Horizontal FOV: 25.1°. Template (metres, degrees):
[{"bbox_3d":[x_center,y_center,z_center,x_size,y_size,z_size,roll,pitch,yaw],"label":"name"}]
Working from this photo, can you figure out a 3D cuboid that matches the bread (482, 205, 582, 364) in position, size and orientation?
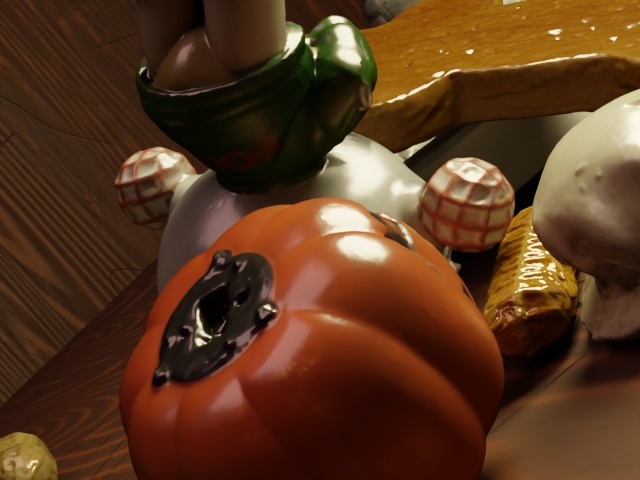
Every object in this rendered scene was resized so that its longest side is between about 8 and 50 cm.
[{"bbox_3d":[0.123,0.021,0.821,0.052,0.044,0.157,-31,12,24],"label":"bread"}]

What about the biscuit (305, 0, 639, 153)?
[{"bbox_3d":[0.101,-0.119,1.039,0.432,0.064,0.283,-6,23,22],"label":"biscuit"}]

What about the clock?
[{"bbox_3d":[0.128,-0.077,1.188,0.230,0.083,0.230,-42,8,7],"label":"clock"}]

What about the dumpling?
[{"bbox_3d":[0.161,-0.016,0.713,0.176,0.092,0.150,-19,38,58],"label":"dumpling"}]

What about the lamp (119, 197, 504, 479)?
[{"bbox_3d":[0.001,0.078,0.709,0.188,0.164,0.187,-30,37,25],"label":"lamp"}]

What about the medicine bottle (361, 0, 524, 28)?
[{"bbox_3d":[0.127,-0.274,1.563,0.165,0.273,0.165,-40,8,7],"label":"medicine bottle"}]

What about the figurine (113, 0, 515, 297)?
[{"bbox_3d":[-0.027,-0.034,0.859,0.281,0.370,0.167,5,32,32],"label":"figurine"}]

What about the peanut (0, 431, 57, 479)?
[{"bbox_3d":[-0.336,0.259,1.605,0.089,0.089,0.193,-44,13,-16],"label":"peanut"}]
